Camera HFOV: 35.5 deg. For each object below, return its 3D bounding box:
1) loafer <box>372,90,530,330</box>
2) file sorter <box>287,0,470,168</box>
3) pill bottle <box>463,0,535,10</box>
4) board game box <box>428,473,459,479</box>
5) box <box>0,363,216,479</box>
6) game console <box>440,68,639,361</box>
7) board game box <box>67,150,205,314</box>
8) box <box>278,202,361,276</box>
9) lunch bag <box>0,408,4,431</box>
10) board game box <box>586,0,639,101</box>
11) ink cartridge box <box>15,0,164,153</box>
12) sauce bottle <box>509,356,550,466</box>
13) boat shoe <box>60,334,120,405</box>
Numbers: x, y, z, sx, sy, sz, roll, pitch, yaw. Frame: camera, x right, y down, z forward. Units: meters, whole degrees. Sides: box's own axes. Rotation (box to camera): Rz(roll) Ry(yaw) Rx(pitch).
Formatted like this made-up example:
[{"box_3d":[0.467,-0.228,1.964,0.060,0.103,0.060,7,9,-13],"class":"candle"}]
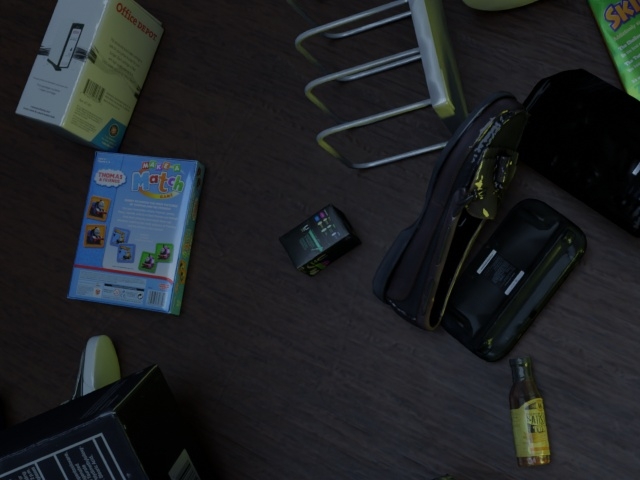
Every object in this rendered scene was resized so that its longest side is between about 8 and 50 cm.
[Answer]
[{"box_3d":[0.173,-0.028,1.191,0.095,0.109,0.302,44,116,33],"class":"loafer"},{"box_3d":[0.069,-0.247,1.250,0.173,0.193,0.278,-16,76,16],"class":"file sorter"},{"box_3d":[0.216,-0.449,1.256,0.161,0.161,0.283,-13,76,14],"class":"pill bottle"},{"box_3d":[0.221,0.363,1.033,0.308,0.302,0.086,28,89,20],"class":"board game box"},{"box_3d":[-0.281,0.352,1.207,0.294,0.183,0.296,-24,97,11],"class":"box"},{"box_3d":[0.269,-0.025,1.216,0.213,0.044,0.361,41,99,31],"class":"game console"},{"box_3d":[-0.255,-0.012,1.385,0.160,0.039,0.212,7,83,18],"class":"board game box"},{"box_3d":[0.000,0.000,1.292,0.083,0.062,0.052,-34,71,8],"class":"box"},{"box_3d":[-0.479,0.256,1.392,0.067,0.065,0.098,-11,75,-1],"class":"lunch bag"},{"box_3d":[0.421,-0.233,1.221,0.124,0.039,0.259,-20,77,11],"class":"board game box"},{"box_3d":[-0.316,-0.240,1.387,0.086,0.148,0.203,17,85,21],"class":"ink cartridge box"},{"box_3d":[0.246,0.204,1.191,0.042,0.042,0.128,-10,79,15],"class":"sauce bottle"},{"box_3d":[-0.316,0.237,1.338,0.070,0.078,0.219,-2,81,15],"class":"boat shoe"}]
